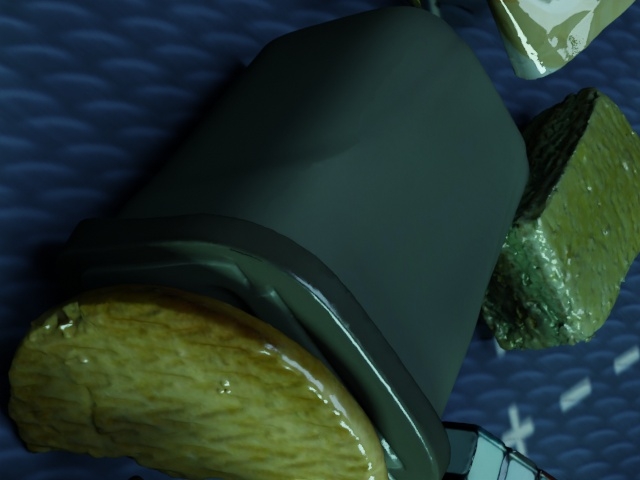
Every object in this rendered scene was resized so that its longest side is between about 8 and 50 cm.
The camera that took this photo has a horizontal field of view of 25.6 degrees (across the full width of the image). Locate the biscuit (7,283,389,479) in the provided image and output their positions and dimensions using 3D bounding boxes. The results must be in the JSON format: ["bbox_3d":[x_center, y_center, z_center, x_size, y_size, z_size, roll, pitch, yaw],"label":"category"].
[{"bbox_3d":[-0.076,0.079,0.754,0.033,0.224,0.144,-62,146,-46],"label":"biscuit"}]

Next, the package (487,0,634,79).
[{"bbox_3d":[0.150,-0.309,1.006,0.311,0.165,0.221,59,23,-23],"label":"package"}]

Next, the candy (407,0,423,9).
[{"bbox_3d":[-0.022,-0.299,0.926,0.297,0.081,0.187,41,38,-39],"label":"candy"}]

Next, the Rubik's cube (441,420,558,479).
[{"bbox_3d":[0.073,0.218,0.964,0.155,0.151,0.154,36,65,-40],"label":"Rubik's cube"}]

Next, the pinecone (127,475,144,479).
[{"bbox_3d":[-0.105,0.234,0.746,0.201,0.202,0.229,18,46,-2],"label":"pinecone"}]

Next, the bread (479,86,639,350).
[{"bbox_3d":[0.192,-0.018,1.131,0.196,0.102,0.138,-55,127,-36],"label":"bread"}]

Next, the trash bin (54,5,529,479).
[{"bbox_3d":[0.000,0.000,0.857,0.220,0.219,0.250,57,46,-29],"label":"trash bin"}]
